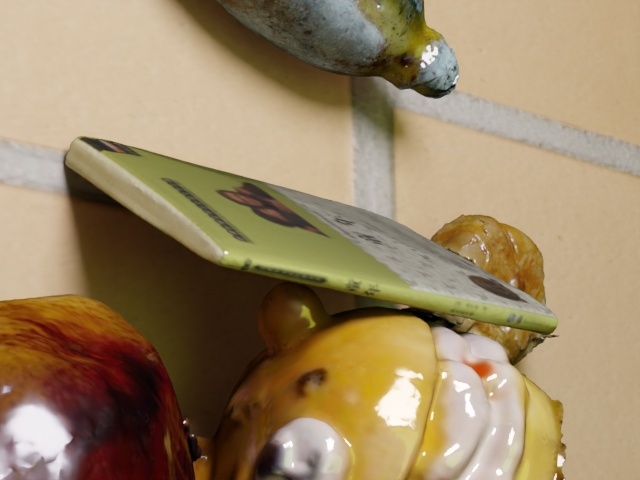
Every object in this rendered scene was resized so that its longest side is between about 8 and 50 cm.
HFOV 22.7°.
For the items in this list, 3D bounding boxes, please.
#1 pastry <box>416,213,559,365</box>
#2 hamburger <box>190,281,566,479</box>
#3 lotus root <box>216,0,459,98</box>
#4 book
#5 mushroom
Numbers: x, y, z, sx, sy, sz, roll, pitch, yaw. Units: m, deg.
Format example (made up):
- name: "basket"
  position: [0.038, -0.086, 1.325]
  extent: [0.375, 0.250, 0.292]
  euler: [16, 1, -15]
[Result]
- name: "pastry"
  position: [0.152, 0.050, 1.492]
  extent: [0.153, 0.081, 0.153]
  euler: [8, 75, -32]
- name: "hamburger"
  position: [0.025, 0.166, 1.215]
  extent: [0.236, 0.276, 0.276]
  euler: [30, 59, -19]
- name: "lotus root"
  position: [-0.003, -0.231, 1.381]
  extent: [0.322, 0.140, 0.158]
  euler: [42, 71, -35]
- name: "book"
  position: [0.000, 0.000, 1.262]
  extent: [0.352, 0.239, 0.035]
  euler: [14, 102, -40]
- name: "mushroom"
  position: [-0.216, 0.172, 1.017]
  extent: [0.345, 0.259, 0.346]
  euler: [9, 90, -78]
